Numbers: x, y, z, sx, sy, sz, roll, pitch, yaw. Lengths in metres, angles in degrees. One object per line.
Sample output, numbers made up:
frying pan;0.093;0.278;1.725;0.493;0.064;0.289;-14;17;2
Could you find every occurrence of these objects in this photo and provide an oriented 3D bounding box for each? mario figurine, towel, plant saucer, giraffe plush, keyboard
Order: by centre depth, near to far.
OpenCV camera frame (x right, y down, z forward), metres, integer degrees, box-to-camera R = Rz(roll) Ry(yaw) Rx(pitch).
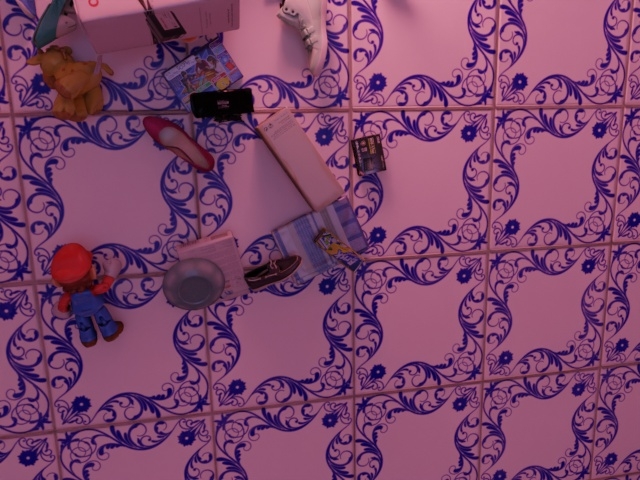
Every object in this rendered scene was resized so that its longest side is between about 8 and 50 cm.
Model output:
giraffe plush;-0.704;-0.455;1.452;0.170;0.181;0.210;32;105;6
keyboard;-0.298;-0.404;1.592;0.192;0.038;0.100;-11;108;-22
mario figurine;-0.707;0.151;1.602;0.198;0.170;0.320;-31;121;-41
plant saucer;-0.395;0.148;1.650;0.195;0.037;0.195;-8;120;-14
towel;0.000;0.000;1.736;0.285;0.034;0.209;-27;105;-6

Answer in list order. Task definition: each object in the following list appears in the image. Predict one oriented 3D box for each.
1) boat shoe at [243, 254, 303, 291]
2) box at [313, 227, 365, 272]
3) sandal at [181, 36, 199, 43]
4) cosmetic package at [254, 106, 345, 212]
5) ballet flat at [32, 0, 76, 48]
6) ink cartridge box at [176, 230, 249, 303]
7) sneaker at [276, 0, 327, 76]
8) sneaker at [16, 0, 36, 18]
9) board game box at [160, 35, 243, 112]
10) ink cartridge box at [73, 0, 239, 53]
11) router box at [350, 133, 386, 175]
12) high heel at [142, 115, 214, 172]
boat shoe;-0.153;0.095;1.675;0.206;0.075;0.065;-27;122;18
box;0.060;0.033;1.708;0.169;0.054;0.059;38;91;-15
sandal;-0.368;-0.705;1.500;0.102;0.076;0.265;15;98;-13
cosmetic package;-0.065;-0.247;1.610;0.113;0.160;0.309;-35;104;-2
ballet flat;-0.695;-0.622;1.426;0.087;0.083;0.247;18;78;-17
ink cartridge box;-0.341;0.094;1.689;0.181;0.056;0.224;-17;122;-8
sneaker;-0.061;-0.620;1.568;0.151;0.094;0.255;-1;91;-17
sneaker;-0.790;-0.691;1.429;0.085;0.058;0.152;-20;98;2
board game box;-0.351;-0.493;1.567;0.201;0.035;0.136;-34;106;-3
ink cartridge box;-0.437;-0.682;1.369;0.395;0.166;0.285;-15;82;-11
router box;0.157;-0.277;1.709;0.092;0.038;0.122;-15;103;-9
high heel;-0.420;-0.285;1.552;0.244;0.117;0.082;41;91;-16
